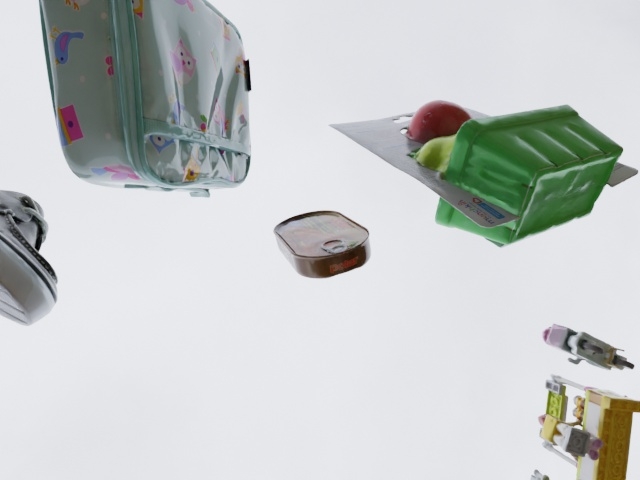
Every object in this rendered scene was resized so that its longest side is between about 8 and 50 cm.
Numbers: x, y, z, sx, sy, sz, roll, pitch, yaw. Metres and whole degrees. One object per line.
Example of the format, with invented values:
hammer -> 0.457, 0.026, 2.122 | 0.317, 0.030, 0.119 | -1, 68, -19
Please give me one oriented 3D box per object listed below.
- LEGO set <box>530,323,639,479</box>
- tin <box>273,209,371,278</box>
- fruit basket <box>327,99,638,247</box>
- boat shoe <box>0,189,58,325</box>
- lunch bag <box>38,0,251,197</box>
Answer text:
LEGO set -> 0.230, 0.234, 0.434 | 0.132, 0.107, 0.287 | 32, -97, -9
tin -> 0.000, 0.000, 0.564 | 0.106, 0.189, 0.040 | -21, -68, -12
fruit basket -> 0.235, -0.135, 0.649 | 0.326, 0.353, 0.166 | -16, -56, -27
boat shoe -> -0.414, -0.022, 0.518 | 0.335, 0.121, 0.119 | 30, -137, 23
lunch bag -> -0.164, -0.160, 0.473 | 0.107, 0.279, 0.224 | -2, -83, 13
